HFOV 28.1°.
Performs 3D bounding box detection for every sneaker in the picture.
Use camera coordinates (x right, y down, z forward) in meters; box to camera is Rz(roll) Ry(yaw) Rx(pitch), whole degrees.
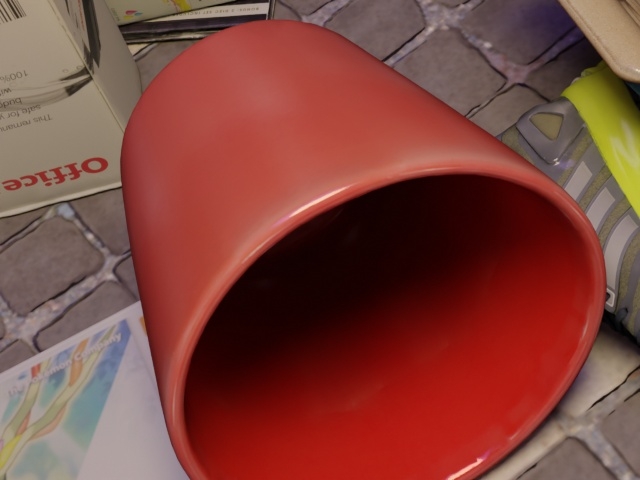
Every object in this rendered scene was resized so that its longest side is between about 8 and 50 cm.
[{"bbox_3d":[0.194,0.021,0.830,0.121,0.111,0.299,-26,50,12],"label":"sneaker"}]

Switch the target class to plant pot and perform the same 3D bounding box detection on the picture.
[{"bbox_3d":[0.000,0.000,0.798,0.275,0.275,0.243,-28,44,-4],"label":"plant pot"}]

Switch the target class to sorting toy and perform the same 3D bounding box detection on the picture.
[{"bbox_3d":[0.192,-0.172,0.890,0.041,0.229,0.307,-44,52,22],"label":"sorting toy"}]

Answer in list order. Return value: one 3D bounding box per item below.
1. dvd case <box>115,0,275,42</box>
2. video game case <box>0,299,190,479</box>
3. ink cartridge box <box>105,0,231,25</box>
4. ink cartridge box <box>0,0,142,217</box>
[{"bbox_3d":[-0.113,-0.265,1.133,0.165,0.018,0.221,-2,57,12],"label":"dvd case"},{"bbox_3d":[-0.186,0.208,0.819,0.329,0.036,0.300,-28,49,-3],"label":"video game case"},{"bbox_3d":[-0.144,-0.249,1.040,0.175,0.127,0.072,-11,58,7],"label":"ink cartridge box"},{"bbox_3d":[-0.283,-0.156,0.933,0.223,0.307,0.129,-14,54,6],"label":"ink cartridge box"}]
